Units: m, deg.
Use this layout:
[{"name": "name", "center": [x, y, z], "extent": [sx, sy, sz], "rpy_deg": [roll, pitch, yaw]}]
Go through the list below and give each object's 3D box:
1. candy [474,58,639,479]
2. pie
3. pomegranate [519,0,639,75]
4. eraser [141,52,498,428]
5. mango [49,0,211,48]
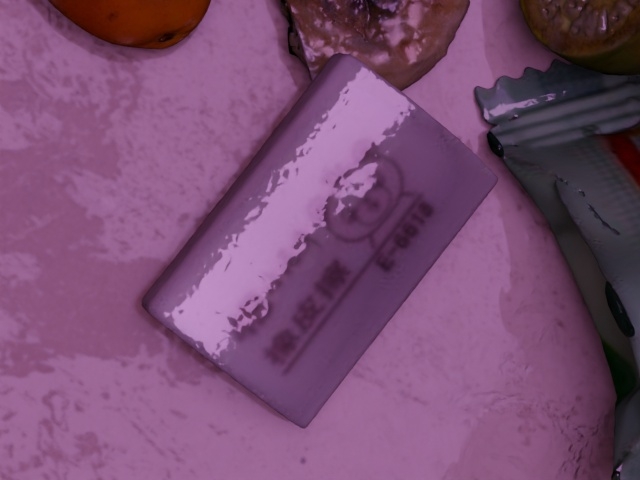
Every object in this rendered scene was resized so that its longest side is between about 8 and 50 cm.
[{"name": "candy", "center": [0.301, 0.009, 1.510], "extent": [0.263, 0.172, 0.398], "rpy_deg": [-10, 69, -19]}, {"name": "pie", "center": [0.041, -0.235, 1.512], "extent": [0.185, 0.052, 0.218], "rpy_deg": [-24, 94, -14]}, {"name": "pomegranate", "center": [0.294, -0.222, 1.471], "extent": [0.159, 0.241, 0.190], "rpy_deg": [6, 103, -42]}, {"name": "eraser", "center": [0.000, 0.000, 1.460], "extent": [0.174, 0.095, 0.270], "rpy_deg": [39, 89, -17]}, {"name": "mango", "center": [-0.182, -0.252, 1.451], "extent": [0.217, 0.102, 0.141], "rpy_deg": [43, 76, -7]}]
